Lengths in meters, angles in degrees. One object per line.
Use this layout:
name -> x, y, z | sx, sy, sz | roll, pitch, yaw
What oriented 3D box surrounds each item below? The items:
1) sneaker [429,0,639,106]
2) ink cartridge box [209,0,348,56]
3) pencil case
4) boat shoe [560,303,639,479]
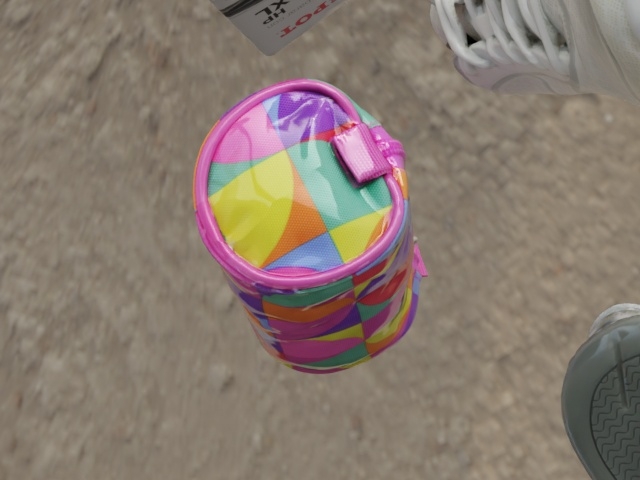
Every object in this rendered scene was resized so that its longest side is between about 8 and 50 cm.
sneaker -> 0.105, -0.097, 0.757 | 0.118, 0.292, 0.110 | -11, 96, 5
ink cartridge box -> -0.032, -0.371, 1.798 | 0.285, 0.395, 0.166 | -35, 74, 6
pencil case -> 0.000, 0.000, 0.875 | 0.104, 0.236, 0.104 | -1, 79, 4
boat shoe -> 0.231, 0.169, 0.897 | 0.118, 0.103, 0.320 | -37, 90, 13
